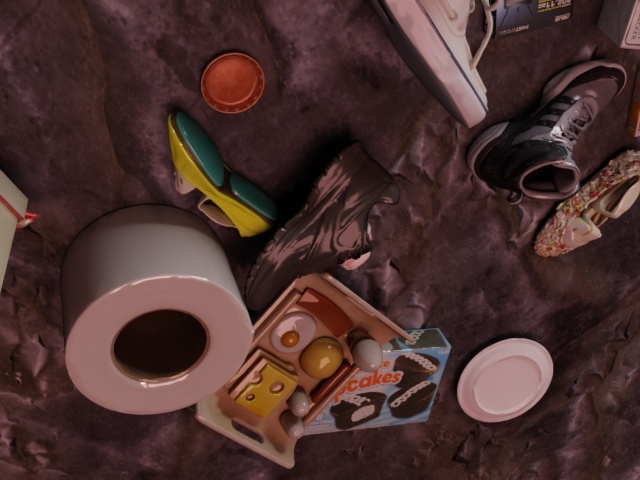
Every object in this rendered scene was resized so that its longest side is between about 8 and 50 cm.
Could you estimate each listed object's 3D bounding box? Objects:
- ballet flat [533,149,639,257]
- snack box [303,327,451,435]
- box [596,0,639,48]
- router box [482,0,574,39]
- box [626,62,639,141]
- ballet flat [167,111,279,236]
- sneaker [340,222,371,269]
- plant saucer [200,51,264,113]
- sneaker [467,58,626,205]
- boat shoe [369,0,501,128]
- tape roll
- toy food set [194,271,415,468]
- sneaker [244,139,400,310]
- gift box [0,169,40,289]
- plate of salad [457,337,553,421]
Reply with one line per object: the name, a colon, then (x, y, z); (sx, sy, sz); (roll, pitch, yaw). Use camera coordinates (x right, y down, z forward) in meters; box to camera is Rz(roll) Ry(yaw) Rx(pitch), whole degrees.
ballet flat: (0.459, -0.051, 1.290); (0.091, 0.077, 0.241); (27, 112, -35)
snack box: (0.058, 0.253, 1.365); (0.321, 0.060, 0.187); (-1, 123, -20)
box: (0.556, -0.349, 1.067); (0.289, 0.087, 0.169); (1, 124, -8)
router box: (0.282, -0.332, 1.040); (0.122, 0.038, 0.092); (-16, 129, -10)
box: (0.537, -0.224, 1.227); (0.081, 0.028, 0.136); (-14, 131, -11)
ballet flat: (-0.148, -0.076, 1.043); (0.077, 0.077, 0.231); (-27, 134, 21)
sneaker: (0.019, 0.022, 1.187); (0.134, 0.051, 0.070); (-18, 124, -13)
plant saucer: (-0.114, -0.205, 0.996); (0.083, 0.013, 0.084); (-10, 127, -13)
sneaker: (0.359, -0.149, 1.129); (0.268, 0.153, 0.101); (-35, 130, 6)
boat shoe: (0.149, -0.313, 0.956); (0.156, 0.136, 0.367); (-37, 119, 4)
tape roll: (-0.232, 0.095, 1.069); (0.246, 0.169, 0.246); (-11, 127, -15)
toy food set: (-0.022, 0.210, 1.211); (0.219, 0.092, 0.306); (37, 99, -32)
sneaker: (0.000, 0.000, 1.091); (0.130, 0.109, 0.286); (38, 103, -6)
gift box: (-0.467, -0.022, 0.831); (0.276, 0.258, 0.255); (-22, 129, 5)
plate of salad: (0.358, 0.270, 1.505); (0.199, 0.048, 0.200); (-6, 117, -11)
